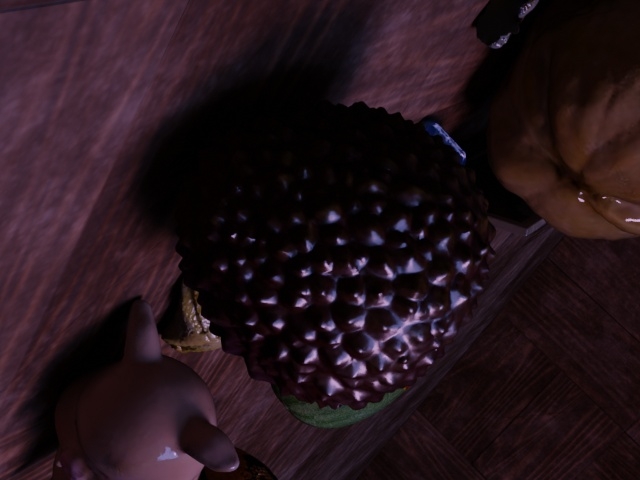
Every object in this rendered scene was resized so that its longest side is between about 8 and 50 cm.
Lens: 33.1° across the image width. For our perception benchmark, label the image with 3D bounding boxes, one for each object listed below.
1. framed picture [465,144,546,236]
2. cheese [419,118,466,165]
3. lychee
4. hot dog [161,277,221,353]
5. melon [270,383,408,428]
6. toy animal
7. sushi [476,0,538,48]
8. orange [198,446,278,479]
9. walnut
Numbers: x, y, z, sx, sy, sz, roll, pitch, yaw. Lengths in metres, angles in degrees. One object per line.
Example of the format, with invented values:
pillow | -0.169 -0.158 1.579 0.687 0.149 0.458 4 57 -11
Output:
framed picture | 0.239 -0.070 1.391 0.250 0.184 0.016 -26 128 -48
cheese | 0.066 -0.004 1.223 0.286 0.074 0.189 -54 131 -5
lychee | 0.000 0.000 0.852 0.271 0.271 0.271 -41 164 -14
hot dog | -0.108 0.073 1.045 0.078 0.061 0.169 -33 160 -34
melon | 0.059 0.111 1.362 0.287 0.182 0.182 -45 165 -4
toy animal | -0.172 0.193 1.007 0.154 0.166 0.250 -45 175 -37
sushi | 0.197 -0.230 1.091 0.083 0.044 0.046 -49 164 20
orange | -0.154 0.371 1.371 0.234 0.234 0.182 -32 143 -41
walnut | 0.359 -0.167 1.234 0.344 0.306 0.306 -40 165 -34
